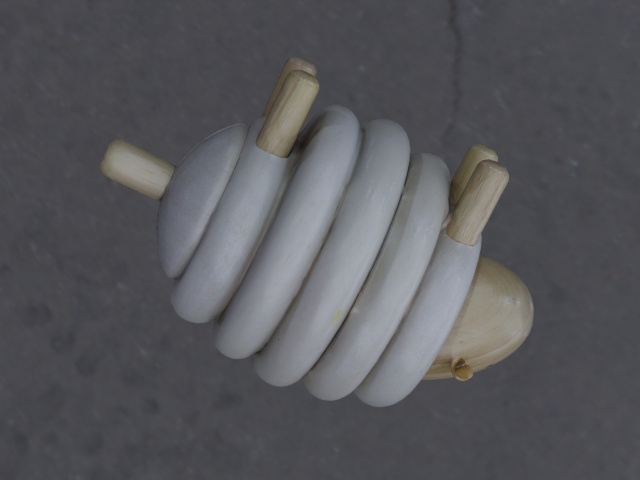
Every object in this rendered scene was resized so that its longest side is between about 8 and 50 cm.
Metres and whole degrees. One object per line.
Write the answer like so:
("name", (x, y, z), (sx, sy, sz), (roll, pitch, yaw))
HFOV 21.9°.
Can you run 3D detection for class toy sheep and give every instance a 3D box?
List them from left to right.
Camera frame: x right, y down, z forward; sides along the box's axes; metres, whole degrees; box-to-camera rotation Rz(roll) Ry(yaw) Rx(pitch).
("toy sheep", (0.000, 0.000, 0.471), (0.132, 0.091, 0.091), (26, 101, -3))
